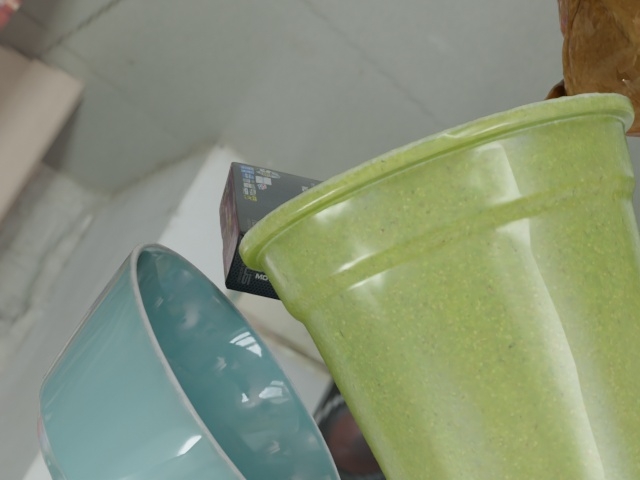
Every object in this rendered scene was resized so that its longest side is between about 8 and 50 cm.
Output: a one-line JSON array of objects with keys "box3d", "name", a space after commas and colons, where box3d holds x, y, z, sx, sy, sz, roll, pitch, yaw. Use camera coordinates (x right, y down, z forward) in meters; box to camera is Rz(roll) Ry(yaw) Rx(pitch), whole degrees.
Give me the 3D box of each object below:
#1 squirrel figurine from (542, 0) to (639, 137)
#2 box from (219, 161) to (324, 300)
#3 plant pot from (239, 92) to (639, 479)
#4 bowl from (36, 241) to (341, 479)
[{"box3d": [0.218, -0.273, 1.278, 0.397, 0.370, 0.281, 23, 149, -32], "name": "squirrel figurine"}, {"box3d": [0.000, 0.000, 1.475, 0.183, 0.233, 0.059, 13, 108, -9], "name": "box"}, {"box3d": [0.118, 0.076, 1.006, 0.276, 0.276, 0.254, -36, 71, 58], "name": "plant pot"}, {"box3d": [-0.128, 0.173, 1.347, 0.163, 0.311, 0.311, -35, 124, 9], "name": "bowl"}]
